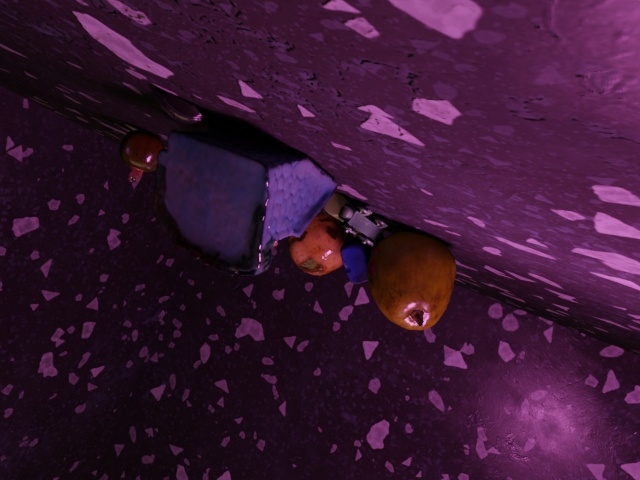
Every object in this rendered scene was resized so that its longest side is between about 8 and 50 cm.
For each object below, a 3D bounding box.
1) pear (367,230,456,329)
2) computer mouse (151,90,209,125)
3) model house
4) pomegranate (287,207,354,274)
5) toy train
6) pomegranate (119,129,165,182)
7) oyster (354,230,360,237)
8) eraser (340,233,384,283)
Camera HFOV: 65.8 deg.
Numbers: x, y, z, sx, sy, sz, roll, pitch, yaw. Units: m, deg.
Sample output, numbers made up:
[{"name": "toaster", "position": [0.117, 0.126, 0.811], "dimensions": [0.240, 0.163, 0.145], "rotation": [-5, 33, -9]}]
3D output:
[{"name": "pear", "position": [0.288, 0.139, 1.562], "dimensions": [0.287, 0.287, 0.375], "rotation": [23, -147, -15]}, {"name": "computer mouse", "position": [-0.315, -0.288, 1.100], "dimensions": [0.135, 0.047, 0.079], "rotation": [25, 176, -12]}, {"name": "model house", "position": [-0.175, -0.128, 1.255], "dimensions": [0.360, 0.297, 0.339], "rotation": [21, -152, 28]}, {"name": "pomegranate", "position": [0.000, 0.000, 1.922], "dimensions": [0.281, 0.281, 0.281], "rotation": [23, 178, 1]}, {"name": "toy train", "position": [0.104, -0.073, 1.553], "dimensions": [0.157, 0.105, 0.253], "rotation": [38, -174, 32]}, {"name": "pomegranate", "position": [-0.709, -0.327, 1.943], "dimensions": [0.180, 0.209, 0.180], "rotation": [21, 174, 2]}, {"name": "oyster", "position": [0.106, -0.069, 2.068], "dimensions": [0.166, 0.053, 0.108], "rotation": [30, 172, 40]}, {"name": "eraser", "position": [0.172, 0.050, 1.835], "dimensions": [0.102, 0.155, 0.332], "rotation": [-16, -176, 21]}]
